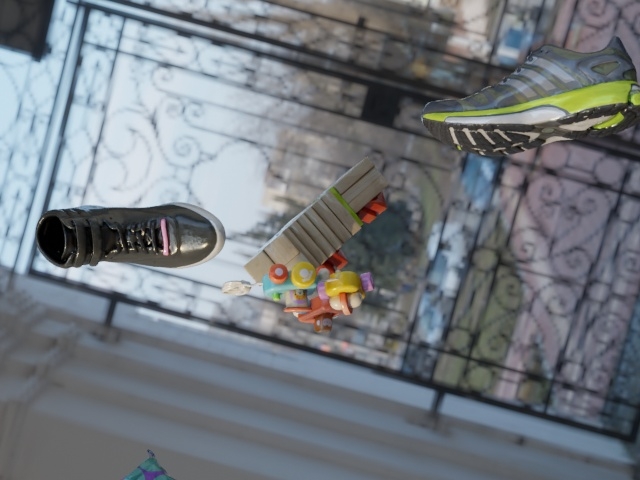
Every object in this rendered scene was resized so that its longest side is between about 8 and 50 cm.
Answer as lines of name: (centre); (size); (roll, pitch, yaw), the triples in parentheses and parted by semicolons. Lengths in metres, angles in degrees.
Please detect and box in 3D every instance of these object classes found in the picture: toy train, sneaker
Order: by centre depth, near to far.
toy train: (-0.015, 0.066, 1.276); (0.125, 0.166, 0.046); (-23, 66, 36)
sneaker: (0.283, -0.194, 1.674); (0.111, 0.300, 0.121); (54, -148, -64)
sneaker: (-0.293, 0.001, 1.849); (0.147, 0.296, 0.104); (-21, -68, -61)

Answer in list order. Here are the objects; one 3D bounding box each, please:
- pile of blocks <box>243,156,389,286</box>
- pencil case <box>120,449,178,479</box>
pile of blocks: (0.000, 0.000, 2.077); (0.362, 0.112, 0.149); (-43, 4, -42)
pencil case: (-0.127, 0.271, 1.192); (0.064, 0.152, 0.070); (-51, -12, -11)
